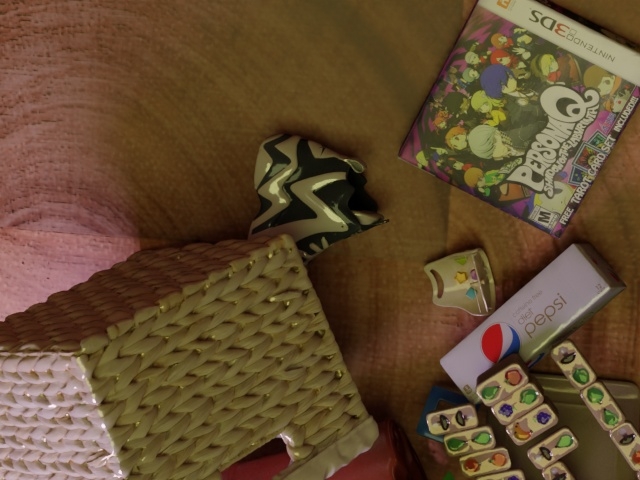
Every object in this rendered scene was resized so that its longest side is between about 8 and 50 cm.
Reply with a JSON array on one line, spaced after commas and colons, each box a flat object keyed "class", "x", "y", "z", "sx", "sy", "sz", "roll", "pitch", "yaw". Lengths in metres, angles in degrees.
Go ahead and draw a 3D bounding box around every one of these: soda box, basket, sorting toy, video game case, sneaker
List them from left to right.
[{"class": "basket", "x": -0.182, "y": 0.173, "z": 1.530, "sx": 0.331, "sy": 0.328, "sz": 0.266, "roll": -7, "pitch": 107, "yaw": 50}, {"class": "sneaker", "x": 0.000, "y": 0.000, "z": 1.607, "sx": 0.153, "sy": 0.094, "sz": 0.235, "roll": 10, "pitch": 102, "yaw": 14}, {"class": "sorting toy", "x": 0.161, "y": 0.046, "z": 1.631, "sx": 0.075, "sy": 0.045, "sz": 0.083, "roll": -10, "pitch": 109, "yaw": 20}, {"class": "video game case", "x": 0.228, "y": -0.147, "z": 1.545, "sx": 0.210, "sy": 0.042, "sz": 0.232, "roll": 27, "pitch": 112, "yaw": -1}, {"class": "soda box", "x": 0.243, "y": 0.097, "z": 1.606, "sx": 0.216, "sy": 0.074, "sz": 0.069, "roll": -44, "pitch": 71, "yaw": 19}, {"class": "sorting toy", "x": 0.286, "y": 0.261, "z": 1.658, "sx": 0.347, "sy": 0.047, "sz": 0.196, "roll": 5, "pitch": 73, "yaw": 7}]

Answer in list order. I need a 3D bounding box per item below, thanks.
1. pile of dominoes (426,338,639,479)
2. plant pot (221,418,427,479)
[{"class": "pile of dominoes", "x": 0.261, "y": 0.250, "z": 1.573, "sx": 0.196, "sy": 0.040, "sz": 0.251, "roll": -35, "pitch": 96, "yaw": 14}, {"class": "plant pot", "x": 0.002, "y": 0.352, "z": 1.665, "sx": 0.265, "sy": 0.272, "sz": 0.272, "roll": -24, "pitch": 105, "yaw": 8}]
